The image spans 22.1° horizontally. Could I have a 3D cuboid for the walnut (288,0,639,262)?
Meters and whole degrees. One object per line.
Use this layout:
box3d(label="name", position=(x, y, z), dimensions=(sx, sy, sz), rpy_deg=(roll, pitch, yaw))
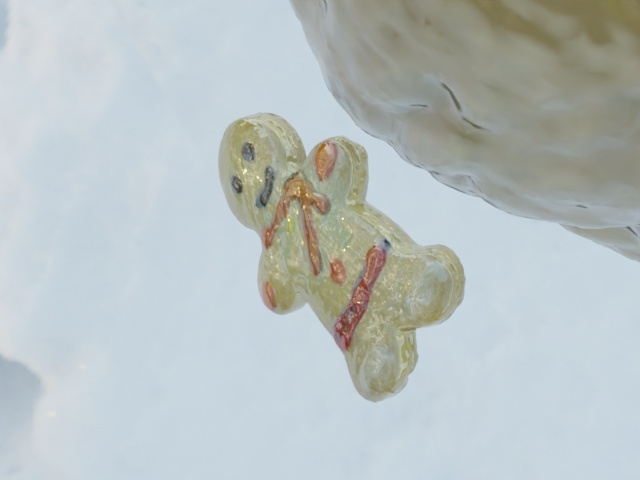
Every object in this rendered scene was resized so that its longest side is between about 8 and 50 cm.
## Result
box3d(label="walnut", position=(0.134, -0.132, 0.479), dimensions=(0.332, 0.333, 0.333), rpy_deg=(-2, 82, 19))

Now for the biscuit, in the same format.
box3d(label="biscuit", position=(0.000, 0.000, 1.130), dimensions=(0.234, 0.030, 0.153), rpy_deg=(50, 129, 28))
